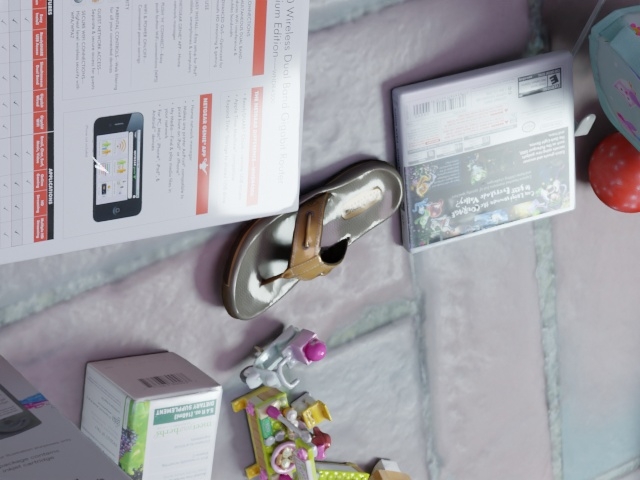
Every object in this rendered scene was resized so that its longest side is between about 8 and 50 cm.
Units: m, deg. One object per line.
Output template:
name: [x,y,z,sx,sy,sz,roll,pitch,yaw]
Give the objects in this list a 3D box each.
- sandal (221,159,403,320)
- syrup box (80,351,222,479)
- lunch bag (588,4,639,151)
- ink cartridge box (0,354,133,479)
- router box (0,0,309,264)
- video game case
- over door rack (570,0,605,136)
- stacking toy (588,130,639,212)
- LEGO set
sandal: [0.000,0.000,1.552,0.219,0.060,0.090,-31,124,-23]
syrup box: [-0.163,0.229,1.506,0.093,0.096,0.236,-5,111,-35]
lunch bag: [0.390,-0.115,1.589,0.262,0.223,0.160,11,125,-45]
ink cartridge box: [-0.261,0.235,1.297,0.131,0.306,0.226,-14,116,-32]
router box: [-0.154,-0.166,1.352,0.301,0.082,0.335,-10,115,-33]
video game case: [0.165,-0.088,1.638,0.190,0.022,0.173,-15,117,-18]
over door rack: [0.355,-0.276,1.682,0.240,0.108,0.324,-10,129,-33]
stacking toy: [0.431,-0.063,1.808,0.330,0.141,0.141,1,108,-32]
LEGO set: [0.013,0.222,1.625,0.132,0.107,0.287,-44,129,-13]
